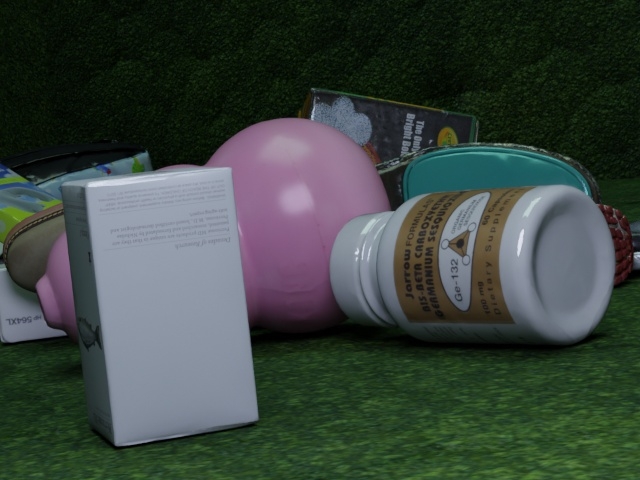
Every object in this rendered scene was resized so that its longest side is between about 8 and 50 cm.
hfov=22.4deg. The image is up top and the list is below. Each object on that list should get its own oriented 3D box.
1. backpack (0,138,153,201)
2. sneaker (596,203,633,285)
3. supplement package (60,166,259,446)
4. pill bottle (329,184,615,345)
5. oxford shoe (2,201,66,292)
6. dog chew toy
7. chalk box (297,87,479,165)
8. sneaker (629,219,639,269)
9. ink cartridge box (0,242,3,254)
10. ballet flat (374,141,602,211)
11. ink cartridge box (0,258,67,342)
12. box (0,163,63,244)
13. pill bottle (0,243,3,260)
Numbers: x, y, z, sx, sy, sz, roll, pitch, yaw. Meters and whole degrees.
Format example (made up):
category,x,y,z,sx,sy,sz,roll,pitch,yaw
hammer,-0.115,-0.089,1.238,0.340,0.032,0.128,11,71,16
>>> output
category,x,y,z,sx,sy,sz,roll,pitch,yaw
backpack,-0.426,-0.045,2.590,0.355,0.273,0.290,-35,16,-30
sneaker,0.223,0.013,1.647,0.225,0.088,0.092,-8,3,-27
supplement package,-0.114,0.042,1.133,0.105,0.179,0.105,-8,4,-19
pill bottle,0.122,0.023,1.374,0.131,0.131,0.229,-11,6,-44
oxford shoe,-0.167,0.029,1.675,0.348,0.123,0.130,-2,32,6
dog chew toy,-0.102,0.011,1.517,0.331,0.207,0.206,-18,7,-13
chalk box,0.106,-0.080,2.139,0.289,0.180,0.179,11,-5,-5
sneaker,0.415,-0.050,1.757,0.268,0.153,0.101,-7,4,-11
ink cartridge box,-0.516,-0.001,1.945,0.207,0.119,0.353,9,20,5
ballet flat,0.093,-0.016,1.953,0.482,0.164,0.182,-8,-14,6
ink cartridge box,-0.295,0.058,1.854,0.148,0.086,0.203,-7,4,-10
box,-0.369,-0.041,1.897,0.178,0.042,0.109,29,22,25
pill bottle,-0.388,0.043,2.139,0.169,0.094,0.094,-5,4,18
